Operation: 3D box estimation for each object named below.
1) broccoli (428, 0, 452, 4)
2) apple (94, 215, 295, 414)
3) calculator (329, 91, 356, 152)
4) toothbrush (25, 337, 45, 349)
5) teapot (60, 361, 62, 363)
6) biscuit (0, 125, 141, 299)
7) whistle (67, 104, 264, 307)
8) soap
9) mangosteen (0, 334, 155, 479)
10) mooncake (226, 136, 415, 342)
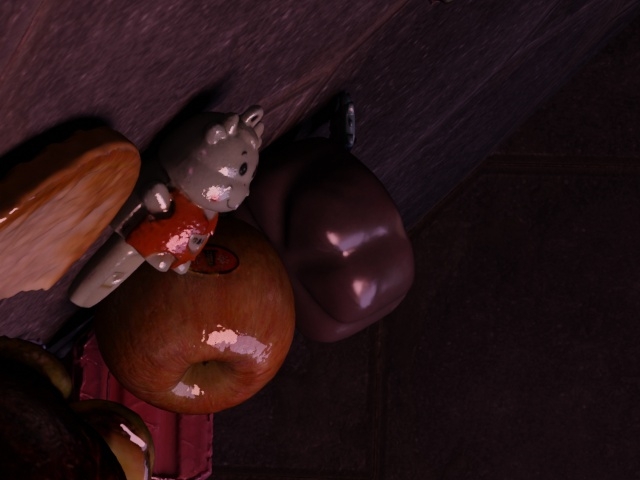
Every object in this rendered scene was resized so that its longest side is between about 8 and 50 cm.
[{"bbox_3d":[0.103,-0.289,1.357,0.145,0.165,0.304,-56,178,32],"label":"broccoli"},{"bbox_3d":[-0.131,0.074,1.830,0.211,0.188,0.211,-9,145,-7],"label":"apple"},{"bbox_3d":[0.025,-0.125,2.073,0.019,0.094,0.141,2,172,-8],"label":"calculator"},{"bbox_3d":[-0.419,0.208,1.695,0.413,0.035,0.042,-38,166,-36],"label":"toothbrush"},{"bbox_3d":[-0.250,0.127,2.062,0.091,0.124,0.092,169,-71,-69],"label":"teapot"},{"bbox_3d":[-0.233,-0.014,1.398,0.204,0.040,0.309,-45,173,16],"label":"biscuit"},{"bbox_3d":[-0.139,-0.031,1.609,0.253,0.106,0.101,-44,132,12],"label":"whistle"},{"bbox_3d":[-0.201,0.158,1.943,0.099,0.162,0.250,127,-31,-59],"label":"soap"},{"bbox_3d":[-0.294,0.229,1.417,0.330,0.330,0.330,-43,173,-7],"label":"mangosteen"},{"bbox_3d":[0.000,0.000,2.034,0.133,0.245,0.245,-31,167,-31],"label":"mooncake"}]
